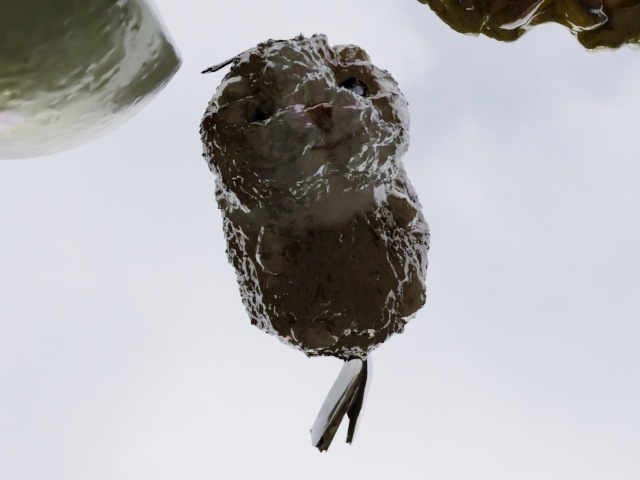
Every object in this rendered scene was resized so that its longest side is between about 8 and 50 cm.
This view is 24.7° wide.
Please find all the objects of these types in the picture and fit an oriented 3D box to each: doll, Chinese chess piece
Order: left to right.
[{"bbox_3d":[-0.154,-0.153,0.616,0.101,0.250,0.250,-29,-86,1],"label":"Chinese chess piece"},{"bbox_3d":[0.006,0.000,0.746,0.105,0.115,0.221,-26,-62,-18],"label":"doll"}]

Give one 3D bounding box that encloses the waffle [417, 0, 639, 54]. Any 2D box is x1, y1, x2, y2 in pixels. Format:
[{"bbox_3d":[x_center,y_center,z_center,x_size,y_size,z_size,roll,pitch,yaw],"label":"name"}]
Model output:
[{"bbox_3d":[0.118,-0.193,0.623,0.243,0.059,0.238,5,-101,-5],"label":"waffle"}]
